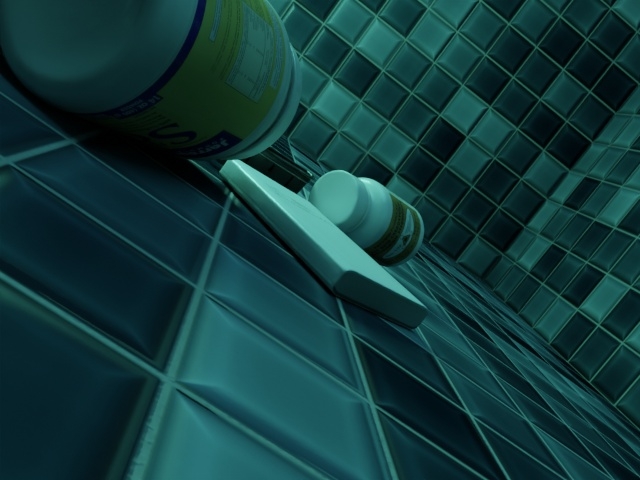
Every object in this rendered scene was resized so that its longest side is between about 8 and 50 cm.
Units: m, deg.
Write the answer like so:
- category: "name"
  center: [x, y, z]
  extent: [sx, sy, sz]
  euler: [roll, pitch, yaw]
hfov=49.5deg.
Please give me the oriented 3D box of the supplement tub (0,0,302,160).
- category: "supplement tub"
  center: [-0.179, -0.231, 0.831]
  extent: [0.241, 0.241, 0.331]
  euler: [40, 9, 21]

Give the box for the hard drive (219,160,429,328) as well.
- category: "hard drive"
  center: [0.000, 0.000, 0.992]
  extent: [0.203, 0.040, 0.307]
  euler: [28, 12, -47]

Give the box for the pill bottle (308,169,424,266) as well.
- category: "pill bottle"
  center: [0.082, -0.040, 1.250]
  extent: [0.131, 0.131, 0.229]
  euler: [43, 10, 37]

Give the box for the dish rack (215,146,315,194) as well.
- category: "dish rack"
  center: [-0.156, -0.178, 1.224]
  extent: [0.208, 0.074, 0.271]
  euler: [29, 11, -48]
